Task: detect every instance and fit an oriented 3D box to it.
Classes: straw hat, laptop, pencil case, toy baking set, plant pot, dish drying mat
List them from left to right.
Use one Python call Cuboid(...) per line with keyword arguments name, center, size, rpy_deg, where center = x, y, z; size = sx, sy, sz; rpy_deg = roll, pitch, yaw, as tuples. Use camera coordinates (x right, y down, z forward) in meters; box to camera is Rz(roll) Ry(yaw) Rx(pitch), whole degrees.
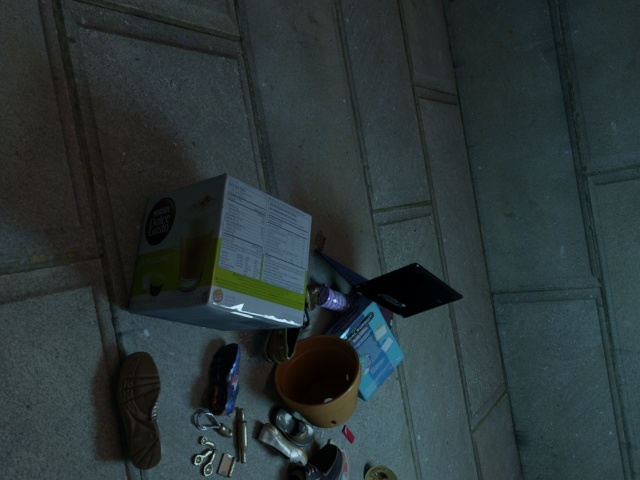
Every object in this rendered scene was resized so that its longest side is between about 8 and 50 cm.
Cuboid(name="toy baking set", center=(-0.289, 0.575, 1.547), size=(0.197, 0.030, 0.256), rpy_deg=(14, 72, -51))
Cuboid(name="plant pot", center=(0.008, 0.495, 1.775), size=(0.291, 0.291, 0.203), rpy_deg=(-58, 144, -41))
Cuboid(name="pencil case", center=(0.063, 0.231, 2.027), size=(0.206, 0.086, 0.088), rpy_deg=(24, 91, -49))
Cuboid(name="dish drying mat", center=(0.111, 0.762, 2.051), size=(0.083, 0.008, 0.032), rpy_deg=(58, 42, -28))
Cuboid(name="straw hat", center=(0.243, 0.970, 2.132), size=(0.061, 0.145, 0.144), rpy_deg=(-129, -154, -84))
Cuboid(name="laptop", center=(0.261, 0.128, 2.002), size=(0.382, 0.408, 0.236), rpy_deg=(31, 44, -45))

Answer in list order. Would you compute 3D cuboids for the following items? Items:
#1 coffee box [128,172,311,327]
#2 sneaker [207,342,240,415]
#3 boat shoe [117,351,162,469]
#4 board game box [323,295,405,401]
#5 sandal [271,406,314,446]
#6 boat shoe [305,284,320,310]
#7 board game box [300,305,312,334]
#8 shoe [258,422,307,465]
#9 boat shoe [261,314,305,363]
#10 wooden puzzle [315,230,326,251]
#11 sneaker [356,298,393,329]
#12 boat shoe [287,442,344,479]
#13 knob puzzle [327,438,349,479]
Cuboid(name="coffee box", center=(-0.265, 0.055, 1.429), size=(0.338, 0.338, 0.334), rpy_deg=(24, 64, -47))
Cuboid(name="sneaker", center=(-0.280, 0.416, 1.561), size=(0.087, 0.083, 0.221), rpy_deg=(57, 37, -55))
Cuboid(name="boat shoe", center=(-0.460, 0.426, 1.323), size=(0.105, 0.089, 0.285), rpy_deg=(-1, 80, -26))
Cuboid(name="board game box", center=(0.171, 0.427, 2.059), size=(0.254, 0.079, 0.336), rpy_deg=(-43, 121, -23))
Cuboid(name="sandal", center=(-0.083, 0.636, 1.779), size=(0.219, 0.060, 0.090), rpy_deg=(53, 45, -32))
Cuboid(name="boat shoe", center=(-0.027, 0.206, 1.878), size=(0.178, 0.060, 0.064), rpy_deg=(82, -9, -63))
Cuboid(name="board game box", center=(-0.113, 0.273, 1.824), size=(0.170, 0.048, 0.141), rpy_deg=(-23, 99, -52))
Cuboid(name="shoe", center=(-0.125, 0.681, 1.709), size=(0.219, 0.077, 0.058), rpy_deg=(50, 50, -23))
Cuboid(name="boat shoe", center=(-0.096, 0.259, 1.722), size=(0.111, 0.104, 0.307), rpy_deg=(37, 54, -40))
Cuboid(name="wooden puzzle", center=(0.000, 0.000, 2.059), size=(0.049, 0.006, 0.083), rpy_deg=(42, 52, -40))
Cuboid(name="sneaker", center=(0.245, 0.328, 2.237), size=(0.281, 0.106, 0.162), rpy_deg=(7, 80, -52))
Cuboid(name="boat shoe", center=(-0.037, 0.814, 1.746), size=(0.355, 0.132, 0.130), rpy_deg=(-48, 119, -46))
Cuboid(name="knob puzzle", center=(0.062, 0.869, 1.948), size=(0.213, 0.030, 0.213), rpy_deg=(15, 72, -51))
